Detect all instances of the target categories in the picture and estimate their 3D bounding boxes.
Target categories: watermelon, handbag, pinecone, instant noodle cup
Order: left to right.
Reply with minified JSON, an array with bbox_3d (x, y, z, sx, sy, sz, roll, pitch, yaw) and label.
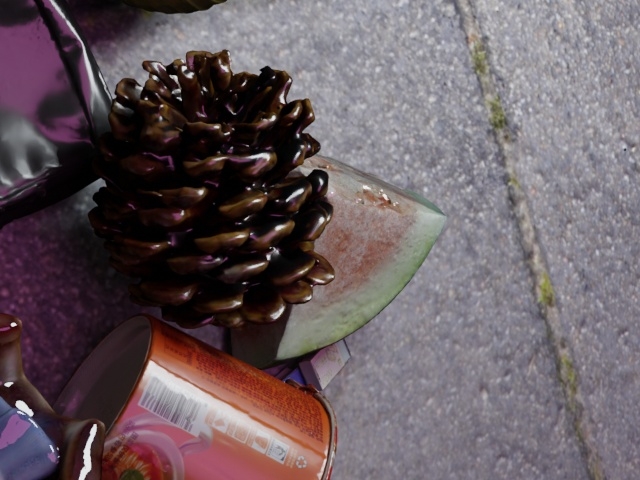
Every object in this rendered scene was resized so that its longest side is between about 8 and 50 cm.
[{"bbox_3d":[-0.316,-0.148,1.140,0.244,0.088,0.275,-30,105,-33],"label":"handbag"},{"bbox_3d":[-0.134,0.196,1.156,0.192,0.250,0.250,37,64,-21],"label":"instant noodle cup"},{"bbox_3d":[-0.100,-0.043,1.143,0.224,0.224,0.272,-31,125,-36],"label":"pinecone"},{"bbox_3d":[0.000,0.000,1.356,0.310,0.193,0.231,-32,125,-23],"label":"watermelon"}]

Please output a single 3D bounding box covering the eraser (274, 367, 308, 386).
[{"bbox_3d":[-0.043,0.185,1.355,0.085,0.027,0.063,-39,110,-35],"label":"eraser"}]

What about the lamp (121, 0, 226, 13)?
[{"bbox_3d":[-0.120,-0.343,1.183,0.250,0.284,0.250,-13,90,-73],"label":"lamp"}]

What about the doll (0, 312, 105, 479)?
[{"bbox_3d":[-0.360,0.172,0.960,0.340,0.318,0.209,-27,133,-32],"label":"doll"}]

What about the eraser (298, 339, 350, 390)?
[{"bbox_3d":[0.005,0.131,1.387,0.038,0.019,0.083,66,29,-10],"label":"eraser"}]
